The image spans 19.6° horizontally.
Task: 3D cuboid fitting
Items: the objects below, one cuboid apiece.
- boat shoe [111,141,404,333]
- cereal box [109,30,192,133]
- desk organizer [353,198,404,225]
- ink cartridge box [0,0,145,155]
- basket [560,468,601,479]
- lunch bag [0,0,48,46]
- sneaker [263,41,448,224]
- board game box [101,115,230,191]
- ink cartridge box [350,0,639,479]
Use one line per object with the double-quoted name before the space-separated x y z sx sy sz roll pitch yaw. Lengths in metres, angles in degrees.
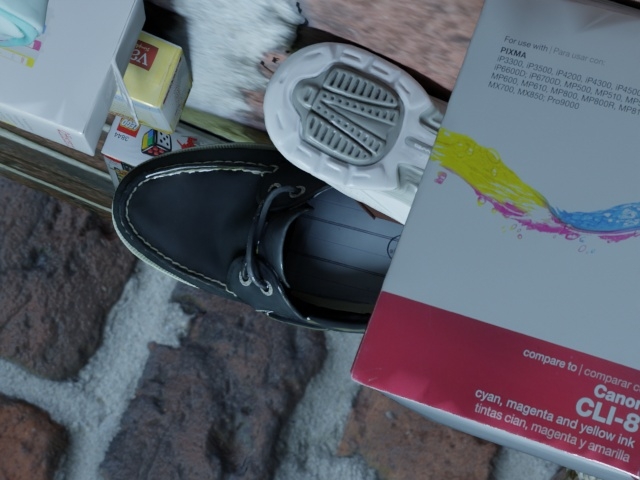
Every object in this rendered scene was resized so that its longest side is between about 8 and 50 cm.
"boat shoe" -0.001 0.004 1.368 0.340 0.127 0.113 19 -177 8
"cereal box" -0.171 -0.126 1.203 0.173 0.047 0.240 22 178 -3
"desk organizer" 0.051 -0.042 1.217 0.050 0.047 0.130 18 173 17
"ink cartridge box" -0.163 -0.111 1.034 0.143 0.090 0.092 21 175 -2
"basket" 0.303 0.160 1.060 0.331 0.266 0.328 24 175 3
"lunch bag" -0.233 -0.175 0.759 0.279 0.108 0.224 24 169 -35
"sneaker" 0.069 -0.040 1.052 0.232 0.090 0.115 33 179 -11
"board game box" -0.095 -0.046 1.680 0.193 0.053 0.305 22 174 -1
"ink cartridge box" 0.113 0.003 0.764 0.127 0.176 0.128 17 173 23
